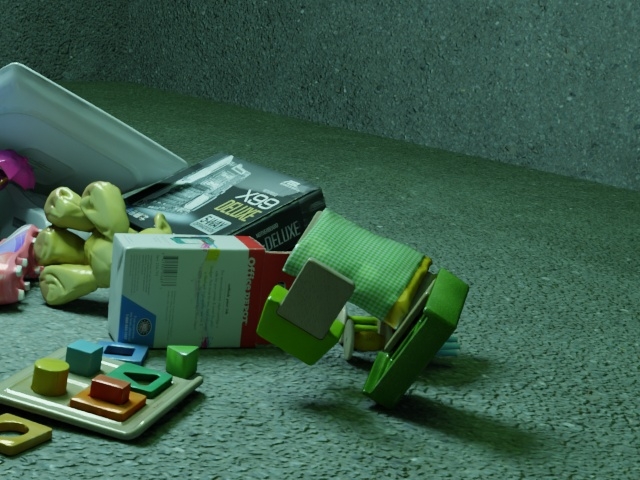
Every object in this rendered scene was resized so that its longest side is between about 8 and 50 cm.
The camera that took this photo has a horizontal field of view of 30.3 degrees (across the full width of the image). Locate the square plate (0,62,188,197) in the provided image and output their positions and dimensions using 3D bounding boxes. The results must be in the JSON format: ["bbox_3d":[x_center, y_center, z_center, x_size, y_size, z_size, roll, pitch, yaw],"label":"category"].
[{"bbox_3d":[-0.454,-0.139,1.935,0.344,0.049,0.347,-19,-37,40],"label":"square plate"}]

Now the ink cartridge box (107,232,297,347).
[{"bbox_3d":[-0.151,0.065,1.524,0.231,0.134,0.078,2,13,-22],"label":"ink cartridge box"}]

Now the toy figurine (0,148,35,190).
[{"bbox_3d":[-0.526,-0.075,1.859,0.159,0.130,0.173,-43,15,-28],"label":"toy figurine"}]

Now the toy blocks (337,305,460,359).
[{"bbox_3d":[0.102,0.125,1.560,0.148,0.054,0.123,5,13,-7],"label":"toy blocks"}]

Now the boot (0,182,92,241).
[{"bbox_3d":[-0.450,-0.029,1.934,0.123,0.095,0.258,6,16,-41],"label":"boot"}]

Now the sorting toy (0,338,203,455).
[{"bbox_3d":[-0.247,0.152,1.290,0.196,0.047,0.348,9,13,14],"label":"sorting toy"}]

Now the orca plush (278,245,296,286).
[{"bbox_3d":[0.000,0.000,1.949,0.151,0.102,0.287,15,16,35],"label":"orca plush"}]

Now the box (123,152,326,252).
[{"bbox_3d":[-0.170,-0.038,1.905,0.242,0.076,0.307,-28,29,-26],"label":"box"}]

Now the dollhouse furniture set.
[{"bbox_3d":[0.071,0.029,1.441,0.198,0.151,0.301,31,32,-1],"label":"dollhouse furniture set"}]

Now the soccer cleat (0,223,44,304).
[{"bbox_3d":[-0.447,0.031,1.667,0.095,0.083,0.248,1,16,-4],"label":"soccer cleat"}]

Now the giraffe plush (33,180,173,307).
[{"bbox_3d":[-0.271,0.017,1.655,0.210,0.181,0.170,13,0,29],"label":"giraffe plush"}]
